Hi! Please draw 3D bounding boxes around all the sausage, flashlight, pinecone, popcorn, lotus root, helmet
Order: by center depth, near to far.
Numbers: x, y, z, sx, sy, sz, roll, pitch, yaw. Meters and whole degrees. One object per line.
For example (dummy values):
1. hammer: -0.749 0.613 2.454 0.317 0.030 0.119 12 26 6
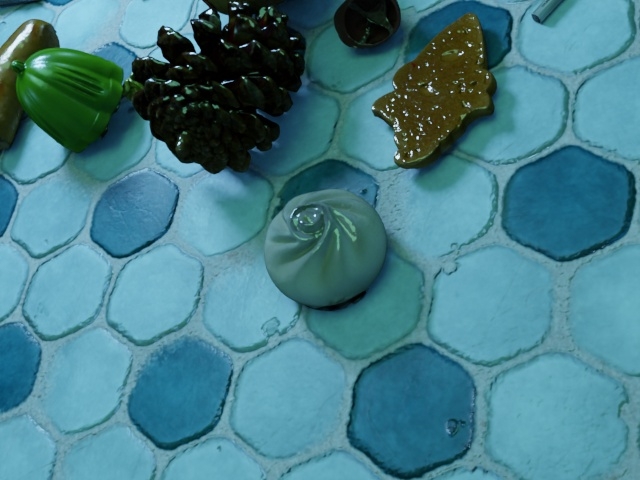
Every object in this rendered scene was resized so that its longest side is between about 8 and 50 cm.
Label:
1. flashlight: 0.345 -0.355 1.333 0.083 0.018 0.018 -46 50 -6
2. pinecone: -0.150 -0.244 1.383 0.244 0.244 0.309 14 49 33
3. helmet: 0.083 -0.352 1.437 0.111 0.057 0.089 -12 98 25
4. lotus root: -0.456 -0.264 1.559 0.186 0.186 0.186 -13 56 20
5. popcorn: -0.310 -0.274 1.589 0.083 0.060 0.068 -38 11 -8
6. sausage: -0.583 -0.301 1.720 0.108 0.109 0.271 9 66 31

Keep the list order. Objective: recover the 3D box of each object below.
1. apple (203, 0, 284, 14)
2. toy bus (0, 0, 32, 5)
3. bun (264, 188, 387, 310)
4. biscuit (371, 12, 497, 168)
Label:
1. apple: -0.106 -0.480 1.494 0.260 0.194 0.261 -11 23 5
2. toy bus: -0.658 -0.532 1.922 0.153 0.061 0.051 -1 59 25
3. bun: 0.000 0.000 1.225 0.172 0.120 0.173 -12 54 18
4. biscuit: 0.174 -0.218 1.322 0.183 0.043 0.280 11 62 28
